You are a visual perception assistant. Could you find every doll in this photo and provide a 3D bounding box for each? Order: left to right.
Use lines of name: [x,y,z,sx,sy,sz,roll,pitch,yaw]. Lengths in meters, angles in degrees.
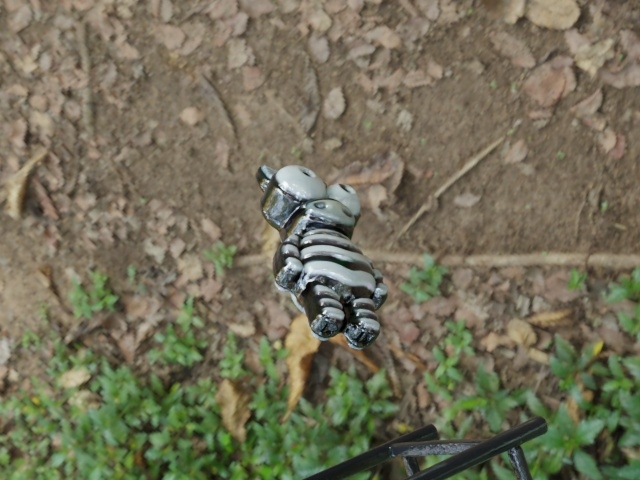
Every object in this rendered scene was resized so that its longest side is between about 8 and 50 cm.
doll: [0.000,0.000,0.726,0.091,0.219,0.067,16,119,-23]

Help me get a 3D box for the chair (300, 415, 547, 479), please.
chair: [0.020,0.211,0.547,0.141,0.260,0.154,-24,82,57]
